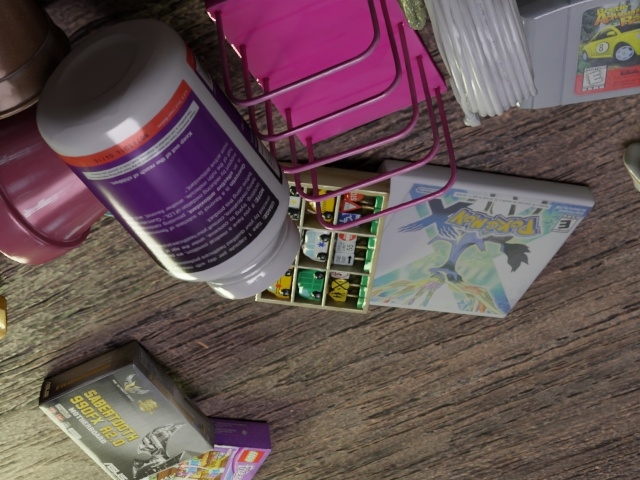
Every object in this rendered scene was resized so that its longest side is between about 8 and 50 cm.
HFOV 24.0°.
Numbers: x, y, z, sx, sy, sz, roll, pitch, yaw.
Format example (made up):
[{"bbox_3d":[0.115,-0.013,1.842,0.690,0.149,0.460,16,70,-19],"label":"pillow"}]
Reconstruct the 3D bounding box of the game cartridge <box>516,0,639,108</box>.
[{"bbox_3d":[0.381,-0.260,1.867,0.294,0.060,0.196,-9,140,-1],"label":"game cartridge"}]

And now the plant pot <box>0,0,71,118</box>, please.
[{"bbox_3d":[-0.378,-0.243,1.627,0.167,0.167,0.165,-15,136,7],"label":"plant pot"}]

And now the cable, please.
[{"bbox_3d":[0.161,-0.260,1.636,0.089,0.257,0.257,-18,178,5],"label":"cable"}]

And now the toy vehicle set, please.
[{"bbox_3d":[0.000,0.000,2.100,0.166,0.035,0.266,6,140,-1],"label":"toy vehicle set"}]

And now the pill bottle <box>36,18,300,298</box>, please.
[{"bbox_3d":[-0.155,-0.079,1.666,0.182,0.181,0.323,-23,130,17],"label":"pill bottle"}]

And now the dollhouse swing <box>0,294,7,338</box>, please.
[{"bbox_3d":[-0.635,0.167,2.021,0.347,0.315,0.305,-31,119,25],"label":"dollhouse swing"}]

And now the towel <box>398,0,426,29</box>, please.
[{"bbox_3d":[0.084,-0.312,1.674,0.027,0.110,0.148,-21,143,3],"label":"towel"}]

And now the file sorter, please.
[{"bbox_3d":[0.024,-0.172,1.787,0.202,0.182,0.290,-20,143,14],"label":"file sorter"}]

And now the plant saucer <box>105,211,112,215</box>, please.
[{"bbox_3d":[-0.294,-0.053,1.970,0.119,0.021,0.119,13,173,2],"label":"plant saucer"}]

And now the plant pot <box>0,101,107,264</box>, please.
[{"bbox_3d":[-0.307,-0.095,1.794,0.180,0.201,0.201,-27,141,23],"label":"plant pot"}]

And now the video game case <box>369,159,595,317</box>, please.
[{"bbox_3d":[0.187,0.006,2.192,0.329,0.036,0.300,6,141,-21],"label":"video game case"}]

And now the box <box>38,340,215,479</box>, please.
[{"bbox_3d":[-0.303,0.278,2.380,0.183,0.056,0.231,-23,127,19],"label":"box"}]

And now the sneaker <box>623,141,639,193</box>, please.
[{"bbox_3d":[0.541,-0.109,1.987,0.127,0.126,0.321,38,146,-26],"label":"sneaker"}]

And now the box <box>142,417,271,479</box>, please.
[{"bbox_3d":[-0.229,0.404,2.615,0.201,0.057,0.293,9,140,-22],"label":"box"}]
